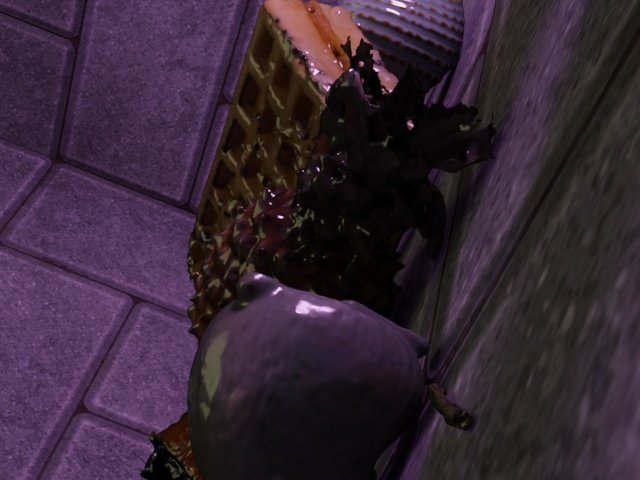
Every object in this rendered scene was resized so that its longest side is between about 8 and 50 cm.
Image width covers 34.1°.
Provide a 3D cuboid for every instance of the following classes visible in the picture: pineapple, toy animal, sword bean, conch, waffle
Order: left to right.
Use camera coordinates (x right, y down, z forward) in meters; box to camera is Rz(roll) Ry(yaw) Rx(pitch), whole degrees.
[{"bbox_3d":[-0.031,0.152,0.554,0.125,0.127,0.251,121,167,-65],"label":"toy animal"},{"bbox_3d":[-0.023,-0.030,1.101,0.261,0.114,0.376,58,138,41],"label":"waffle"},{"bbox_3d":[0.000,0.000,0.783,0.361,0.175,0.175,112,178,-54],"label":"pineapple"},{"bbox_3d":[0.098,-0.229,1.182,0.200,0.131,0.172,-34,-22,13],"label":"conch"},{"bbox_3d":[0.059,0.077,0.479,0.083,0.012,0.012,-157,89,-87],"label":"sword bean"}]

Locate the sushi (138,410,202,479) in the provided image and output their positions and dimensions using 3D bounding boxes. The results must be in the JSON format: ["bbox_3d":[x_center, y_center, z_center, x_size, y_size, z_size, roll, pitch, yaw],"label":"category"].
[{"bbox_3d":[-0.073,0.200,0.825,0.287,0.149,0.140,125,164,-60],"label":"sushi"}]

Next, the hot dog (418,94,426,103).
[{"bbox_3d":[0.098,-0.212,1.360,0.069,0.131,0.253,51,129,38],"label":"hot dog"}]
